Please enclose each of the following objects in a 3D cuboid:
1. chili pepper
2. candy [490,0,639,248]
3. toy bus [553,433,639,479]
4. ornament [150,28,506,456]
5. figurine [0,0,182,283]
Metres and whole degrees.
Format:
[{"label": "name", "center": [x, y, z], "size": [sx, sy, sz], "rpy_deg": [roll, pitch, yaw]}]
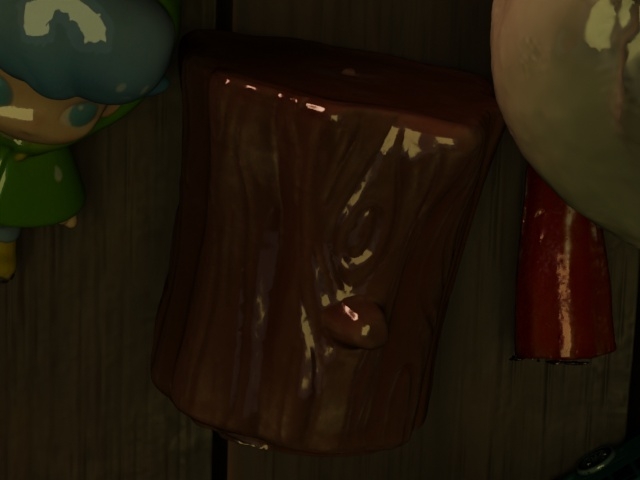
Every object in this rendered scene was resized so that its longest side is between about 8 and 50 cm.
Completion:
[{"label": "chili pepper", "center": [0.159, -0.008, 1.226], "size": [0.065, 0.088, 0.169], "rpy_deg": [1, 93, 17]}, {"label": "candy", "center": [0.227, -0.131, 1.128], "size": [0.295, 0.185, 0.295], "rpy_deg": [-6, 104, -26]}, {"label": "toy bus", "center": [0.243, 0.160, 1.244], "size": [0.160, 0.092, 0.079], "rpy_deg": [-31, 102, 5]}, {"label": "ornament", "center": [0.000, 0.000, 1.162], "size": [0.235, 0.221, 0.217], "rpy_deg": [22, 109, 36]}, {"label": "figurine", "center": [-0.180, -0.097, 1.159], "size": [0.162, 0.143, 0.263], "rpy_deg": [19, 120, -19]}]
